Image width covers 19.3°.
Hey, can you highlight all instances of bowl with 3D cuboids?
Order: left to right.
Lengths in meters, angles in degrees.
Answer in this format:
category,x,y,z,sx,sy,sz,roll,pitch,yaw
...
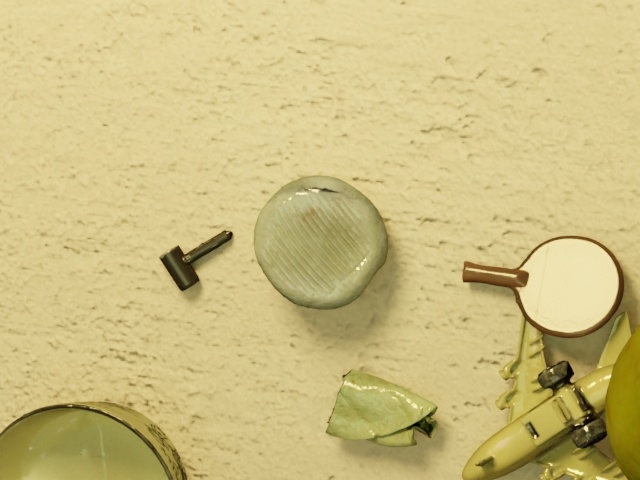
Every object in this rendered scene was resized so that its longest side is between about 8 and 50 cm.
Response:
category,x,y,z,sx,sy,sz,roll,pitch,yaw
bowl,-0.245,0.276,2.053,0.238,0.126,0.237,3,102,13

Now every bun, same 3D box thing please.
category,x,y,z,sx,sy,sz,roll,pitch,yaw
bun,0.000,0.000,1.962,0.141,0.083,0.140,1,99,4

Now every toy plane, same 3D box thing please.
category,x,y,z,sx,sy,sz,roll,pitch,yaw
toy plane,0.242,0.183,1.937,0.244,0.092,0.229,-34,76,15

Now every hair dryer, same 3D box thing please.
category,x,y,z,sx,sy,sz,roll,pitch,yaw
hair dryer,-0.128,0.015,2.028,0.083,0.026,0.047,-33,94,10

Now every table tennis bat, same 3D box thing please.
category,x,y,z,sx,sy,sz,roll,pitch,yaw
table tennis bat,0.211,0.029,1.886,0.170,0.119,0.107,7,76,22

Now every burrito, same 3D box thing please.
category,x,y,z,sx,sy,sz,roll,pitch,yaw
burrito,0.067,0.186,2.001,0.118,0.044,0.074,16,102,13

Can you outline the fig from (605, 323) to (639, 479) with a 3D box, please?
category,x,y,z,sx,sy,sz,roll,pitch,yaw
fig,0.426,0.124,1.778,0.258,0.258,0.326,40,67,3
